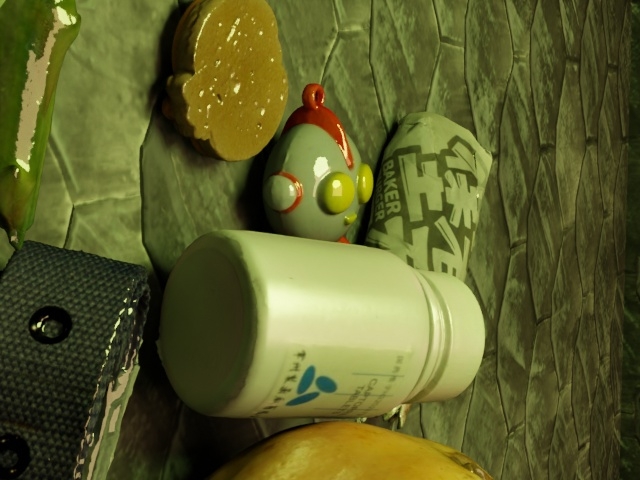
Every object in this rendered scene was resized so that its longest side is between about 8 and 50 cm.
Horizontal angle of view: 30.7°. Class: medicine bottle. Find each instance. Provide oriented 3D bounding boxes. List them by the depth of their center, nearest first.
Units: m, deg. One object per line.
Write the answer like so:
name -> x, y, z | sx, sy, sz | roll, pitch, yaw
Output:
medicine bottle -> 0.008, 0.084, 1.106 | 0.293, 0.170, 0.170 | 6, 87, -39

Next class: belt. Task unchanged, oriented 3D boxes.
belt -> -0.208, 0.117, 0.841 | 0.139, 0.126, 0.230 | 101, 1, -74

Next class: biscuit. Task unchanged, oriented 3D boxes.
biscuit -> -0.097, -0.154, 1.110 | 0.170, 0.050, 0.170 | -24, 120, -53

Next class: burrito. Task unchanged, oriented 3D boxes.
burrito -> 0.114, 0.035, 1.431 | 0.101, 0.139, 0.445 | 105, 0, -61

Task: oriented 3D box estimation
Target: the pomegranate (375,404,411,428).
pomegranate -> 0.128, 0.162, 1.502 | 0.129, 0.129, 0.159 | -8, 107, -63

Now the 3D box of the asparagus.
asparagus -> -0.215, -0.166, 0.841 | 0.082, 0.085, 0.343 | 3, 96, -75

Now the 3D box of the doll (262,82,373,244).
doll -> 0.000, 0.000, 1.250 | 0.200, 0.105, 0.336 | -20, 111, -57

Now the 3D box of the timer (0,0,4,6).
timer -> -0.257, -0.190, 0.615 | 0.315, 0.291, 0.290 | 24, 70, -86

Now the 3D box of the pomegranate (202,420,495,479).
pomegranate -> 0.039, 0.376, 1.079 | 0.411, 0.412, 0.411 | -12, 104, -62
